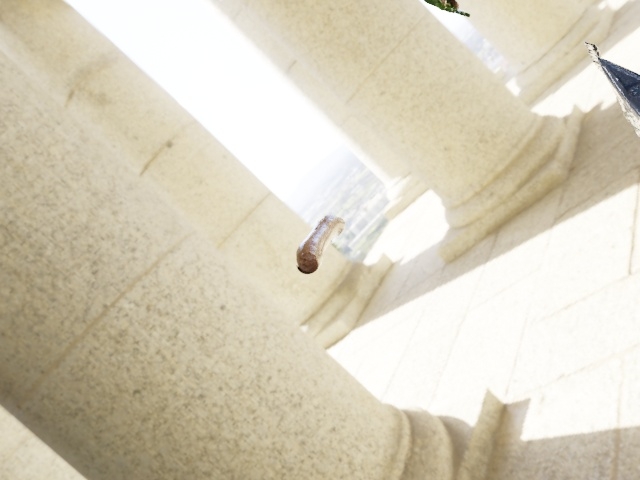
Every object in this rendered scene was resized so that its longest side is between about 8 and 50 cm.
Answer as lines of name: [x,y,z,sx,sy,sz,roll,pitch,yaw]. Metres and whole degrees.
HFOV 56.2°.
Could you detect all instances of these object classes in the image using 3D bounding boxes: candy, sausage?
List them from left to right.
sausage: [0.000,0.000,0.890,0.043,0.043,0.186,-44,4,25]
candy: [0.510,-0.157,0.844,0.077,0.331,0.187,-52,-25,21]

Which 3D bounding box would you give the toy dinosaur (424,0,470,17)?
toy dinosaur: [0.292,-0.582,1.272,0.152,0.194,0.177,-3,-52,-40]
